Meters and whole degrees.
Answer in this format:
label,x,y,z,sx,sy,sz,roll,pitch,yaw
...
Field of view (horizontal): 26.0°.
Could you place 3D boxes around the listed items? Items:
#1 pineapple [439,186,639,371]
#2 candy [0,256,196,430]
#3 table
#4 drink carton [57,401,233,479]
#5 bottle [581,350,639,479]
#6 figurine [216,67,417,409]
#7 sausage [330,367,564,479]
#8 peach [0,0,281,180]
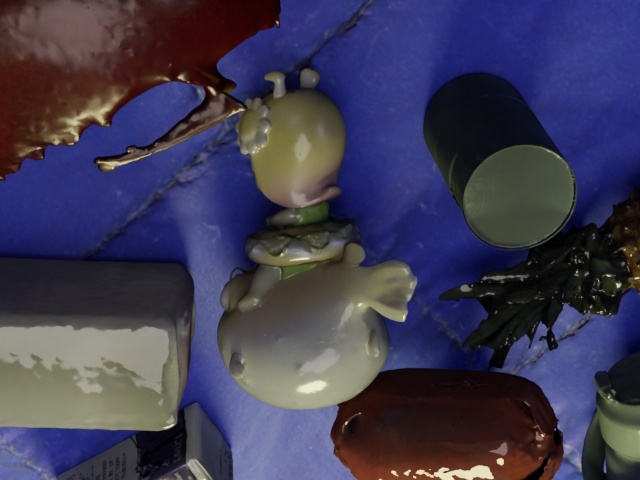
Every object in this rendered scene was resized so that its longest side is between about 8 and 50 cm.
label,x,y,z,sx,sy,sz,roll,pitch,yaw
pineapple,0.322,0.031,1.656,0.365,0.165,0.165,-20,116,7
candy,-0.324,0.112,1.605,0.359,0.208,0.145,2,110,-6
table,0.196,-0.093,1.545,0.126,0.220,0.126,-3,116,-6
drink carton,-0.227,0.319,1.753,0.222,0.134,0.102,-28,116,8
bottle,0.448,0.286,1.766,0.229,0.229,0.351,-20,116,4
figurine,0.000,0.000,1.580,0.227,0.274,0.394,-16,106,-46
sausage,0.148,0.229,1.653,0.280,0.152,0.152,-2,119,20
peach,-0.253,-0.250,1.358,0.406,0.335,0.310,-18,118,10
